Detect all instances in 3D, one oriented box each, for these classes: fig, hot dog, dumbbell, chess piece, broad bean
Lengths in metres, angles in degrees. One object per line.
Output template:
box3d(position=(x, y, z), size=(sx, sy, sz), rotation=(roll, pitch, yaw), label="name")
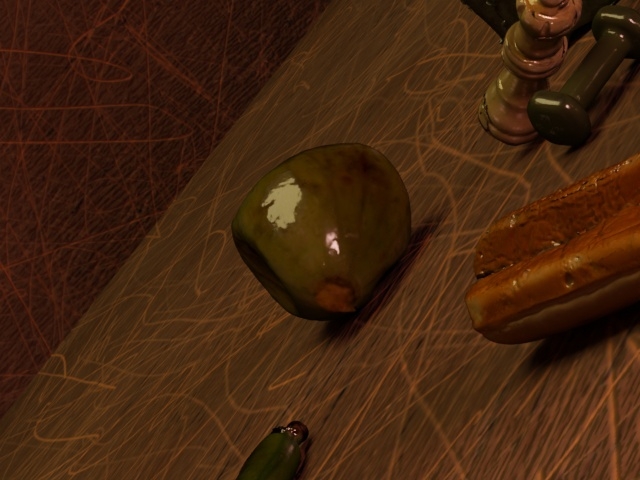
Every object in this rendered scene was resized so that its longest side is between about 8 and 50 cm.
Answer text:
box3d(position=(0.000, 0.000, 1.576), size=(0.154, 0.144, 0.165), rotation=(-8, 28, 9), label="fig")
box3d(position=(0.164, 0.001, 1.033), size=(0.236, 0.062, 0.092), rotation=(-24, 40, 55), label="hot dog")
box3d(position=(0.201, -0.123, 1.405), size=(0.052, 0.046, 0.118), rotation=(12, 55, 45), label="dumbbell")
box3d(position=(0.163, -0.143, 1.447), size=(0.060, 0.060, 0.172), rotation=(-53, -13, -29), label="chess piece")
box3d(position=(-0.066, 0.207, 1.271), size=(0.060, 0.043, 0.297), rotation=(-54, 1, 44), label="broad bean")

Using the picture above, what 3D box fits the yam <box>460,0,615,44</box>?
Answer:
box3d(position=(0.148, -0.312, 1.720), size=(0.168, 0.304, 0.168), rotation=(-45, 0, 0), label="yam")
